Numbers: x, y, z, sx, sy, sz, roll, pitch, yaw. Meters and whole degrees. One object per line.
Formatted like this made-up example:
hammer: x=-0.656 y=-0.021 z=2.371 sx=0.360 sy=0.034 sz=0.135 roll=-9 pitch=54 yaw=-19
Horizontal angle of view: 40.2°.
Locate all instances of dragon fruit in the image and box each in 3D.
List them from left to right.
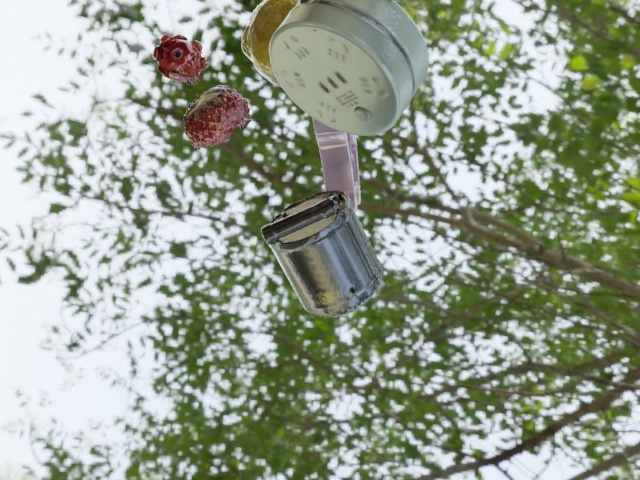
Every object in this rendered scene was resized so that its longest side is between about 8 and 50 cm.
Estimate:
dragon fruit: x=-0.309 y=-0.410 z=1.963 sx=0.068 sy=0.126 sz=0.112 roll=-27 pitch=-145 yaw=57

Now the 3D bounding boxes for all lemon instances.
lemon: x=-0.043 y=-0.541 z=2.359 sx=0.316 sy=0.285 sz=0.285 roll=17 pitch=-84 yaw=24

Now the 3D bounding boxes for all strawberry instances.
strawberry: x=-0.208 y=-0.242 z=1.704 sx=0.145 sy=0.086 sz=0.145 roll=-26 pitch=-142 yaw=22

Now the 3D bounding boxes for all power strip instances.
power strip: x=0.054 y=-0.410 z=1.957 sx=0.357 sy=0.357 sz=0.161 roll=-17 pitch=-145 yaw=58

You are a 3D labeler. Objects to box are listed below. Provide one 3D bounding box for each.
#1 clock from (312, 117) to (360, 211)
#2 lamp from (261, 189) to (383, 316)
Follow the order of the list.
clock: x=0.045 y=-0.207 z=2.274 sx=0.275 sy=0.080 sz=0.290 roll=64 pitch=20 yaw=-63
lamp: x=0.015 y=0.037 z=1.935 sx=0.272 sy=0.205 sz=0.374 roll=64 pitch=7 yaw=-7
